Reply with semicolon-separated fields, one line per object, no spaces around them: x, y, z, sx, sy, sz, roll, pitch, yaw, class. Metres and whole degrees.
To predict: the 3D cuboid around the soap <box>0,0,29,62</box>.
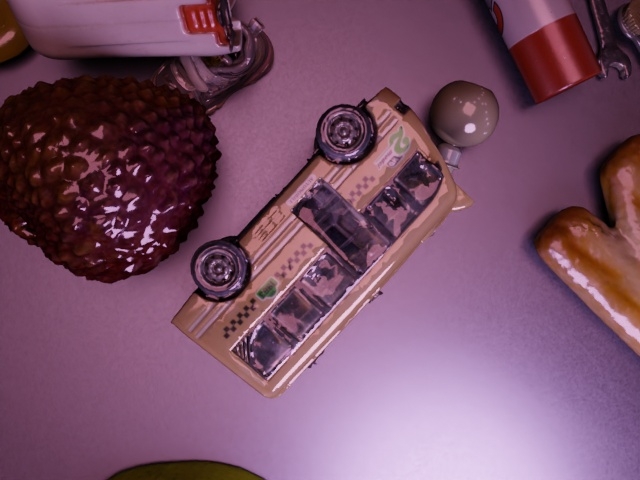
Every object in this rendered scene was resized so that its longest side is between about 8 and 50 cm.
-0.434;-0.294;0.805;0.089;0.045;0.140;-30;92;-2;soap

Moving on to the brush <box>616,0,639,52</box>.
0.500;-0.223;0.889;0.062;0.027;0.266;-31;93;-26;brush

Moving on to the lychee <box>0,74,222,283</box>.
-0.240;-0.085;0.728;0.271;0.271;0.271;0;88;-5;lychee

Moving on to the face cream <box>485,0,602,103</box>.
0.289;-0.301;0.842;0.095;0.096;0.214;-26;91;-5;face cream

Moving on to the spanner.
0.393;-0.352;0.892;0.054;0.015;0.255;-15;90;-7;spanner

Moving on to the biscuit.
0.463;0.024;0.863;0.290;0.062;0.237;42;86;-2;biscuit

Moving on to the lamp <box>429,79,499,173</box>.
0.176;-0.130;0.840;0.091;0.091;0.163;21;102;-4;lamp

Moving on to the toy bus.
0.000;0.000;0.764;0.202;0.177;0.365;42;92;-3;toy bus

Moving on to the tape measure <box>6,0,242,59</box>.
-0.221;-0.317;0.742;0.258;0.130;0.265;-3;53;4;tape measure

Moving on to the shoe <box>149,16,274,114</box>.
-0.142;-0.224;0.804;0.180;0.092;0.089;-30;92;-5;shoe

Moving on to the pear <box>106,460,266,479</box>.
-0.205;0.399;0.768;0.239;0.139;0.288;34;84;5;pear
